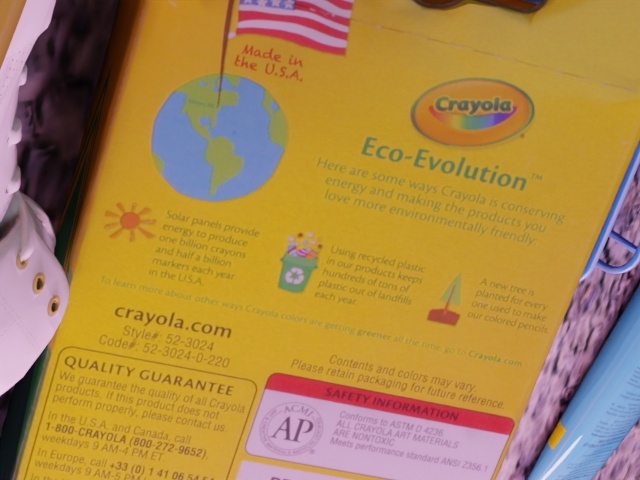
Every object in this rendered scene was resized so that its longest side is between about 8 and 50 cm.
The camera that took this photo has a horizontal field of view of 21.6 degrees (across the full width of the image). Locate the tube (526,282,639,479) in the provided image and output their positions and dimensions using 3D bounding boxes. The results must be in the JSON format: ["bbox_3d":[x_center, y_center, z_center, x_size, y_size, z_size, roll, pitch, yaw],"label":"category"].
[{"bbox_3d":[0.197,0.093,1.086,0.080,0.052,0.207,4,122,-44],"label":"tube"}]

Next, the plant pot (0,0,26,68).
[{"bbox_3d":[-0.168,-0.082,0.380,0.239,0.254,0.254,-61,147,-15],"label":"plant pot"}]

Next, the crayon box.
[{"bbox_3d":[0.000,0.000,0.675,0.202,0.081,0.319,13,116,-15],"label":"crayon box"}]

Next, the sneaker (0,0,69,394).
[{"bbox_3d":[-0.134,-0.047,0.567,0.292,0.108,0.169,-58,158,4],"label":"sneaker"}]

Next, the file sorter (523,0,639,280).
[{"bbox_3d":[0.109,-0.045,0.815,0.170,0.104,0.118,-8,126,-44],"label":"file sorter"}]
